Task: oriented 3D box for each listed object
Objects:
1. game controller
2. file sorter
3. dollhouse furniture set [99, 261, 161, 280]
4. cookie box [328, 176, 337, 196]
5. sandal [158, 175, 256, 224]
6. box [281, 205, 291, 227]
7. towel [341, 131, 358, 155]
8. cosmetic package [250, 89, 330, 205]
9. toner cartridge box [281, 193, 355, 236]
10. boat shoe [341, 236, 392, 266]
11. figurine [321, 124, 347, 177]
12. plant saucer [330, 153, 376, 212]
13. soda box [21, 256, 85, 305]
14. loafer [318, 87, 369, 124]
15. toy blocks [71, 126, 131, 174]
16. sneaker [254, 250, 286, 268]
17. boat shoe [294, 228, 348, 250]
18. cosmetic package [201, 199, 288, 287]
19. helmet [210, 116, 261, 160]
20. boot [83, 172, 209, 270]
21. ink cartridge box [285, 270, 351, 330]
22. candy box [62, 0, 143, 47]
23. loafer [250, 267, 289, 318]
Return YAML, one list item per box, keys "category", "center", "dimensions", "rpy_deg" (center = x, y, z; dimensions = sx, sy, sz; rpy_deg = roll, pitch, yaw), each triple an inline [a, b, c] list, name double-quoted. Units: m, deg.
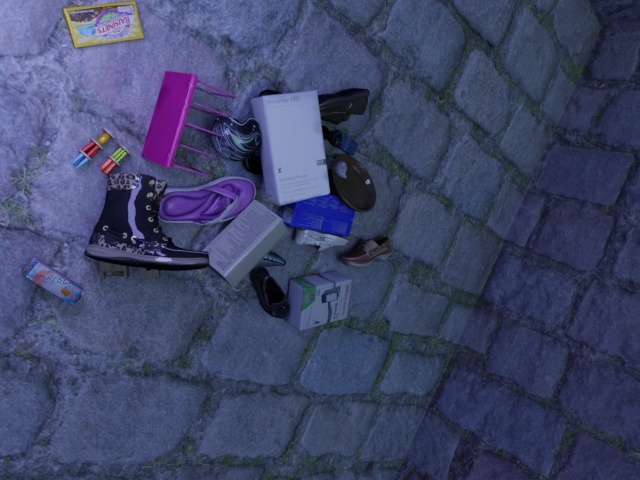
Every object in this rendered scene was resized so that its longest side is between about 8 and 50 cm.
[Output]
- category: "game controller"
  center: [-0.193, -0.405, 1.897]
  dimensions: [0.166, 0.067, 0.319]
  rpy_deg: [5, 103, -42]
- category: "file sorter"
  center: [-0.424, -0.372, 1.619]
  dimensions: [0.182, 0.202, 0.290]
  rpy_deg: [12, 99, -44]
- category: "dollhouse furniture set"
  center: [-0.637, 0.050, 1.683]
  dimensions: [0.184, 0.129, 0.129]
  rpy_deg: [-1, 109, -9]
- category: "cookie box"
  center: [0.066, -0.237, 2.205]
  dimensions: [0.107, 0.040, 0.091]
  rpy_deg: [-15, 117, -35]
- category: "sandal"
  center: [-0.399, -0.128, 1.804]
  dimensions: [0.416, 0.102, 0.169]
  rpy_deg: [-17, 119, -37]
- category: "box"
  center: [-0.095, -0.189, 2.081]
  dimensions: [0.159, 0.044, 0.233]
  rpy_deg: [-30, 125, -30]
- category: "towel"
  center: [0.112, -0.423, 2.178]
  dimensions: [0.119, 0.029, 0.067]
  rpy_deg: [25, 90, -43]
- category: "cosmetic package"
  center: [-0.109, -0.345, 1.829]
  dimensions: [0.217, 0.156, 0.385]
  rpy_deg: [-15, 108, -21]
- category: "toner cartridge box"
  center: [0.002, -0.122, 2.110]
  dimensions: [0.348, 0.075, 0.165]
  rpy_deg: [10, 100, -44]
- category: "boat shoe"
  center: [0.224, 0.049, 2.415]
  dimensions: [0.324, 0.123, 0.116]
  rpy_deg: [-15, 110, -43]
- category: "figurine"
  center: [0.028, -0.360, 2.006]
  dimensions: [0.092, 0.209, 0.215]
  rpy_deg: [-31, 125, -28]
- category: "plant saucer"
  center: [0.139, -0.245, 2.173]
  dimensions: [0.278, 0.041, 0.278]
  rpy_deg: [24, 53, -37]
- category: "soda box"
  center: [-0.835, 0.129, 1.558]
  dimensions: [0.058, 0.063, 0.183]
  rpy_deg: [-52, 132, -12]
- category: "loafer"
  center: [0.067, -0.531, 2.023]
  dimensions: [0.366, 0.134, 0.130]
  rpy_deg: [-22, 120, -33]
- category: "toy blocks"
  center: [-0.683, -0.258, 1.542]
  dimensions: [0.148, 0.054, 0.123]
  rpy_deg: [-49, 131, -15]
- category: "sneaker"
  center: [-0.252, 0.083, 2.045]
  dimensions: [0.224, 0.083, 0.098]
  rpy_deg: [22, 102, -33]
- category: "boat shoe"
  center: [0.000, 0.000, 2.211]
  dimensions: [0.277, 0.098, 0.096]
  rpy_deg: [11, 100, -34]
- category: "cosmetic package"
  center: [-0.291, 0.010, 1.898]
  dimensions: [0.309, 0.160, 0.113]
  rpy_deg: [-46, 153, -14]
- category: "helmet"
  center: [-0.306, -0.364, 1.754]
  dimensions: [0.161, 0.169, 0.169]
  rpy_deg: [-27, 123, -41]
- category: "boot"
  center: [-0.526, -0.055, 1.569]
  dimensions: [0.377, 0.138, 0.284]
  rpy_deg: [6, 77, 0]
- category: "ink cartridge box"
  center: [-0.006, 0.272, 2.291]
  dimensions: [0.289, 0.121, 0.211]
  rpy_deg: [-8, 112, -39]
- category: "candy box"
  center: [-0.631, -0.634, 1.454]
  dimensions: [0.206, 0.027, 0.105]
  rpy_deg: [-25, 125, -31]
- category: "loafer"
  center: [-0.203, 0.241, 2.126]
  dimensions: [0.109, 0.095, 0.302]
  rpy_deg: [-41, 129, -21]
